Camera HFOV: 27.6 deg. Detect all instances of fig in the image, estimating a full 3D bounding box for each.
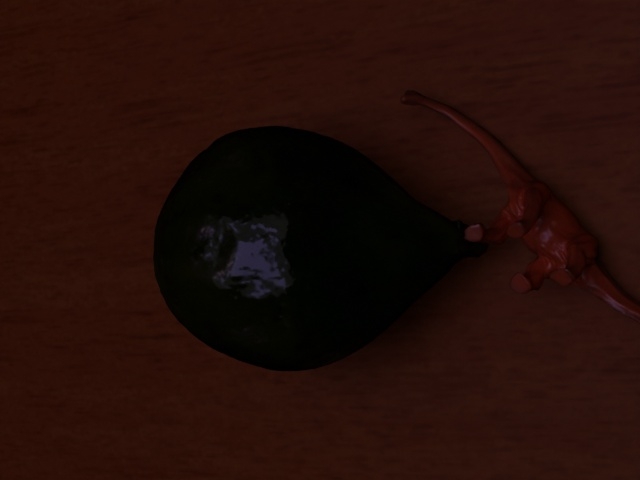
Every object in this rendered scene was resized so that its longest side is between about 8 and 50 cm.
[{"bbox_3d":[0.000,0.000,0.995,0.244,0.195,0.195,-9,85,24],"label":"fig"}]

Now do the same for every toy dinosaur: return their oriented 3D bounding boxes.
[{"bbox_3d":[0.150,-0.017,0.965,0.279,0.101,0.055,46,127,13],"label":"toy dinosaur"}]
